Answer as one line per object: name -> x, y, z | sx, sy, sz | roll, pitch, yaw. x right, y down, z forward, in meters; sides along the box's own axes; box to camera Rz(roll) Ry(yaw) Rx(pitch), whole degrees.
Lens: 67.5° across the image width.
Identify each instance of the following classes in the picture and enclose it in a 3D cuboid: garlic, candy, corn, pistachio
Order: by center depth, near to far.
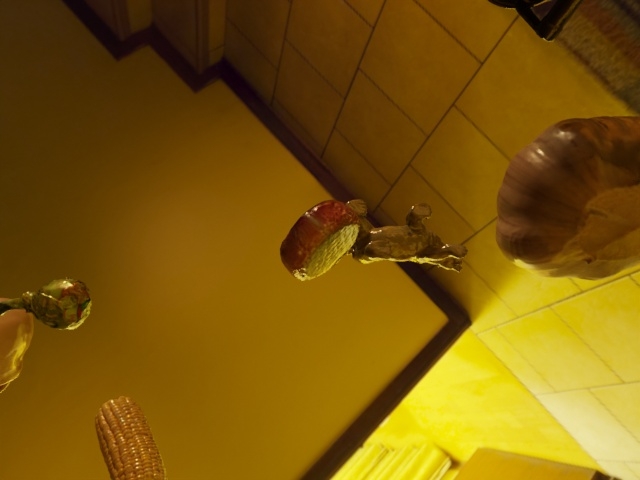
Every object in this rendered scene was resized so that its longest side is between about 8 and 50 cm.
candy -> -0.227, 0.049, 0.343 | 0.035, 0.123, 0.035 | -104, 11, -65
candy -> 0.000, 0.000, 0.551 | 0.043, 0.103, 0.103 | 43, 155, 19
garlic -> 0.457, -0.073, 0.842 | 0.317, 0.259, 0.317 | 4, 114, 8
corn -> -0.350, 0.389, 0.883 | 0.244, 0.093, 0.093 | 36, 153, 48
pistachio -> -0.714, 0.219, 0.948 | 0.214, 0.193, 0.318 | 49, -167, 0

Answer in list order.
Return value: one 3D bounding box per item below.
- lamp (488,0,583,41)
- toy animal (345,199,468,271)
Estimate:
lamp -> 0.411, -0.531, 0.855 | 0.374, 0.272, 0.205 | 61, 145, 26
toy animal -> 0.135, 0.006, 0.763 | 0.101, 0.218, 0.103 | 108, 159, -55
